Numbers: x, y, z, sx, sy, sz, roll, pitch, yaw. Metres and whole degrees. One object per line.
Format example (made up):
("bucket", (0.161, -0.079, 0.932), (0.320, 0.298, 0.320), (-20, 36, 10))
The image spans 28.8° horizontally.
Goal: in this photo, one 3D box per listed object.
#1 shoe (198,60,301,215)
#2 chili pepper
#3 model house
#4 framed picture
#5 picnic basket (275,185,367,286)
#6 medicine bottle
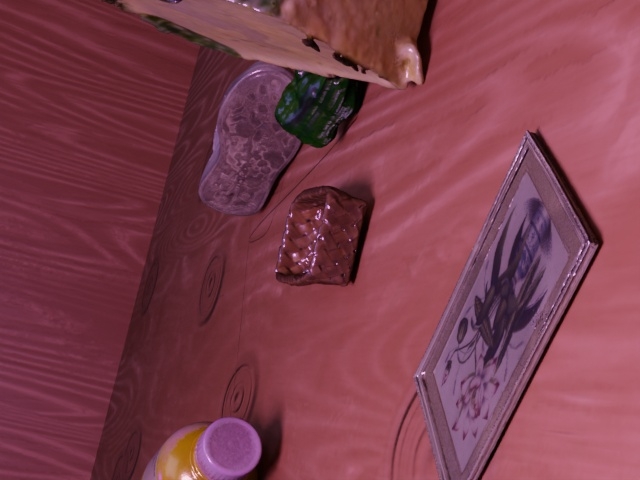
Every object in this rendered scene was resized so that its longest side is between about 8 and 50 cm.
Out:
("shoe", (-0.089, -0.175, 1.784), (0.316, 0.124, 0.159), (121, 166, -50))
("chili pepper", (0.030, -0.214, 1.417), (0.099, 0.083, 0.253), (-90, 25, -44))
("model house", (-0.042, -0.319, 1.248), (0.321, 0.261, 0.266), (19, 87, 41))
("framed picture", (0.122, 0.056, 0.877), (0.173, 0.010, 0.231), (-100, 29, -62))
("picnic basket", (0.000, 0.000, 1.345), (0.193, 0.055, 0.110), (179, 104, -76))
("medicine bottle", (-0.129, 0.266, 1.433), (0.212, 0.122, 0.121), (128, 154, -57))
